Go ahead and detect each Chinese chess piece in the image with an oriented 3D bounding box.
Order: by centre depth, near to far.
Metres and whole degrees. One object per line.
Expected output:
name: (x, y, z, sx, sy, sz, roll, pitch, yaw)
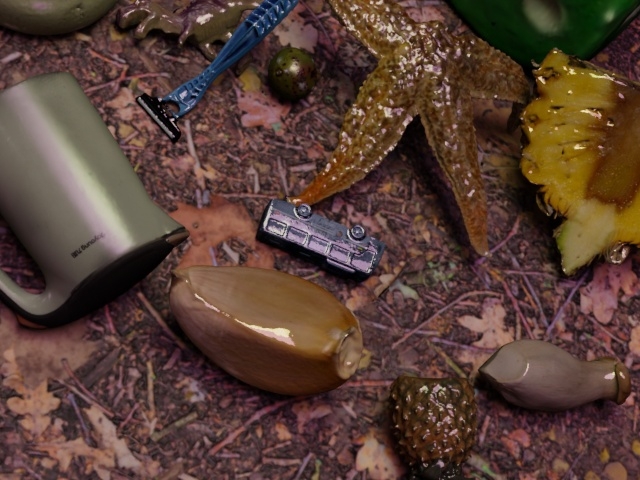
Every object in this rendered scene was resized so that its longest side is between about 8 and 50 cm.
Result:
Chinese chess piece: (-0.372, -0.392, 1.571, 0.250, 0.101, 0.250, 8, 64, -16)

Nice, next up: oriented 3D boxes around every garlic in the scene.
garlic: (-0.068, 0.098, 1.418, 0.245, 0.164, 0.145, 21, 78, -3)

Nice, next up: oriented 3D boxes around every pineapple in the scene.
pineapple: (0.139, 0.288, 1.444, 0.125, 0.125, 0.251, 1, 76, -19)
pineapple: (0.405, -0.095, 1.699, 0.344, 0.286, 0.209, 27, 16, 2)

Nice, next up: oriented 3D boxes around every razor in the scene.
razor: (-0.128, -0.244, 1.578, 0.253, 0.042, 0.082, -44, 84, 2)

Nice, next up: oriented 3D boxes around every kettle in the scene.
kettle: (-0.318, -0.036, 1.410, 0.240, 0.165, 0.255, -35, 84, 1)

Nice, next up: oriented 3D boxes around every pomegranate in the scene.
pomegranate: (-0.031, -0.226, 1.637, 0.085, 0.073, 0.073, 22, 59, -31)

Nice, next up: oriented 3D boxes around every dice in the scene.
dice: (0.369, -0.446, 1.754, 0.300, 0.287, 0.297, 46, 63, 4)

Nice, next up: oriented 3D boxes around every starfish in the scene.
starfish: (0.124, -0.197, 1.615, 0.398, 0.132, 0.383, 16, 85, -22)

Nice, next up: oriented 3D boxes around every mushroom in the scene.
mushroom: (0.307, 0.177, 1.550, 0.213, 0.097, 0.088, 8, 53, -16)

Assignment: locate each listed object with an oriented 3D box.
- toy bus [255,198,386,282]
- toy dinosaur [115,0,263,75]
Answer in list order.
toy bus: (0.000, 0.000, 1.553, 0.166, 0.047, 0.065, 23, 66, -7)
toy dinosaur: (-0.149, -0.337, 1.647, 0.200, 0.072, 0.251, 34, 68, 7)
